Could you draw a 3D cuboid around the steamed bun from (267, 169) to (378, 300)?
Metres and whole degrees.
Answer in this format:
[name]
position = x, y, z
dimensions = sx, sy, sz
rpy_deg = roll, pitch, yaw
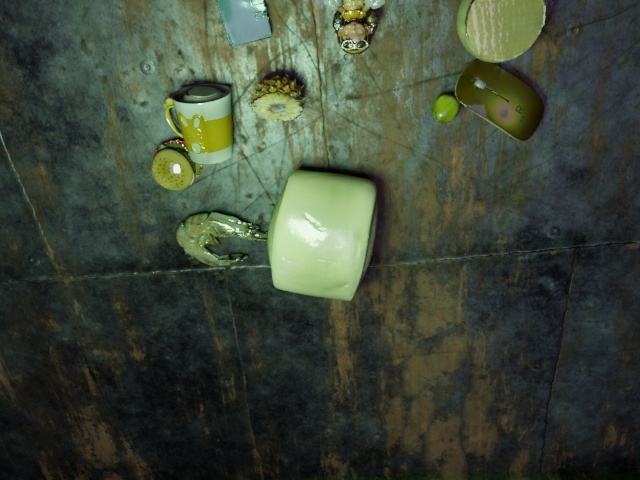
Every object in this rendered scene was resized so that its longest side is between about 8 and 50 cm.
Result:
[steamed bun]
position = 0.000, 0.000, 1.827
dimensions = 0.370, 0.290, 0.456
rpy_deg = 7, 119, -1

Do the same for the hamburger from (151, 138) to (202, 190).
[hamburger]
position = -0.494, -0.245, 1.800
dimensions = 0.175, 0.137, 0.175
rpy_deg = 2, 121, 4

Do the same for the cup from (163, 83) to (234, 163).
[cup]
position = -0.389, -0.379, 1.711
dimensions = 0.241, 0.185, 0.226
rpy_deg = 9, 126, 19

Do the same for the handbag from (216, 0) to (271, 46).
[handbag]
position = -0.234, -0.703, 1.587
dimensions = 0.144, 0.057, 0.221
rpy_deg = -10, 118, 3

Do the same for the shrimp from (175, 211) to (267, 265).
[shrimp]
position = -0.356, 0.002, 1.969
dimensions = 0.359, 0.085, 0.247
rpy_deg = 1, 128, 5

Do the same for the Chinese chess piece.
[Chinese chess piece]
position = 0.525, -0.649, 1.558
dimensions = 0.249, 0.103, 0.250
rpy_deg = 0, 119, 1

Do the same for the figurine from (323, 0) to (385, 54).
[figurine]
position = 0.097, -0.670, 1.556
dimensions = 0.174, 0.116, 0.240
rpy_deg = -3, 113, 1

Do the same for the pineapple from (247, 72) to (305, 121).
[pineapple]
position = -0.132, -0.469, 1.673
dimensions = 0.175, 0.137, 0.161
rpy_deg = -10, 158, 21

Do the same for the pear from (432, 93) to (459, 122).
[pear]
position = 0.396, -0.419, 1.696
dimensions = 0.092, 0.097, 0.092
rpy_deg = 23, 139, 22

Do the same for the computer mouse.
[computer mouse]
position = 0.567, -0.436, 1.672
dimensions = 0.310, 0.072, 0.158
rpy_deg = 29, 92, -13
